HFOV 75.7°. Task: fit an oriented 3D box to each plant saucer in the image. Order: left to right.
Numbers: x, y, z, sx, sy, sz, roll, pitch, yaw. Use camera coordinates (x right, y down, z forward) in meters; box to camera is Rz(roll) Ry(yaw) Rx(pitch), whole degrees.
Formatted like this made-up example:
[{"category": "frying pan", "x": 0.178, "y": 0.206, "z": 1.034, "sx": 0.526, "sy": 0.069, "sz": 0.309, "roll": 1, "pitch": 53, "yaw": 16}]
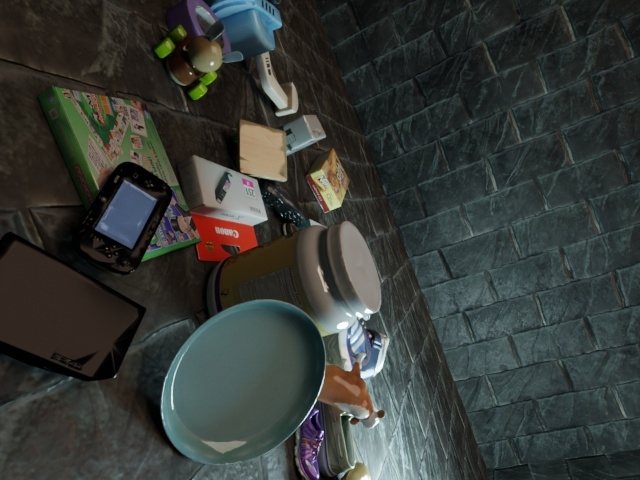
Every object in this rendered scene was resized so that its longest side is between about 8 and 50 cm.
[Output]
[{"category": "plant saucer", "x": -0.134, "y": 0.255, "z": 0.762, "sx": 0.044, "sy": 0.317, "sz": 0.317, "roll": 21, "pitch": -31, "yaw": 55}]

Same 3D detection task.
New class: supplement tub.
[{"category": "supplement tub", "x": -0.057, "y": 0.106, "z": 0.923, "sx": 0.241, "sy": 0.331, "sz": 0.241, "roll": 51, "pitch": 27, "yaw": -40}]

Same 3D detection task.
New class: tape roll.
[{"category": "tape roll", "x": -0.351, "y": -0.601, "z": 1.203, "sx": 0.189, "sy": 0.080, "sz": 0.189, "roll": 50, "pitch": 29, "yaw": -42}]

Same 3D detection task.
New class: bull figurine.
[{"category": "bull figurine", "x": 0.043, "y": 0.378, "z": 1.109, "sx": 0.310, "sy": 0.101, "sz": 0.188, "roll": 27, "pitch": 34, "yaw": -17}]

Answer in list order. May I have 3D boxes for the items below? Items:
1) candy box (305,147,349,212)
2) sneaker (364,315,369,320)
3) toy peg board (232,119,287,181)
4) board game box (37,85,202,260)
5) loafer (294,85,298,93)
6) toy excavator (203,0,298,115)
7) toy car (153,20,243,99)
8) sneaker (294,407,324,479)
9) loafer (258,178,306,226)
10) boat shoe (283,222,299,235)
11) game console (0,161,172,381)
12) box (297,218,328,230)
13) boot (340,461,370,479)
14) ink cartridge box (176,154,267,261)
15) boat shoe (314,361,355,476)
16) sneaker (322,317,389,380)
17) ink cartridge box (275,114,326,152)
[{"category": "candy box", "x": 0.038, "y": -0.275, "z": 1.845, "sx": 0.183, "sy": 0.087, "sz": 0.316, "roll": 61, "pitch": 22, "yaw": -20}, {"category": "sneaker", "x": 0.171, "y": 0.292, "z": 1.736, "sx": 0.044, "sy": 0.040, "sz": 0.109, "roll": -29, "pitch": 95, "yaw": -52}, {"category": "toy peg board", "x": -0.190, "y": -0.260, "z": 1.252, "sx": 0.161, "sy": 0.079, "sz": 0.160, "roll": 5, "pitch": 79, "yaw": -38}, {"category": "board game box", "x": -0.361, "y": -0.119, "z": 0.783, "sx": 0.317, "sy": 0.046, "sz": 0.213, "roll": 69, "pitch": 22, "yaw": -3}, {"category": "loafer", "x": -0.137, "y": -0.605, "z": 1.778, "sx": 0.056, "sy": 0.050, "sz": 0.148, "roll": 49, "pitch": 45, "yaw": -36}, {"category": "toy excavator", "x": -0.230, "y": -0.691, "z": 1.471, "sx": 0.433, "sy": 0.222, "sz": 0.445, "roll": -28, "pitch": 111, "yaw": -69}, {"category": "toy car", "x": -0.296, "y": -0.484, "z": 1.061, "sx": 0.155, "sy": 0.188, "sz": 0.149, "roll": 53, "pitch": 37, "yaw": -38}, {"category": "sneaker", "x": -0.023, "y": 0.498, "z": 1.013, "sx": 0.068, "sy": 0.071, "sz": 0.170, "roll": 38, "pitch": 38, "yaw": -54}, {"category": "loafer", "x": -0.120, "y": -0.126, "z": 1.334, "sx": 0.223, "sy": 0.076, "sz": 0.078, "roll": 43, "pitch": 37, "yaw": -40}, {"category": "boat shoe", "x": -0.048, "y": 0.032, "z": 1.378, "sx": 0.227, "sy": 0.069, "sz": 0.081, "roll": 62, "pitch": 22, "yaw": -20}, {"category": "game console", "x": -0.341, "y": 0.013, "z": 0.626, "sx": 0.213, "sy": 0.044, "sz": 0.361, "roll": 44, "pitch": 41, "yaw": -36}, {"category": "box", "x": 0.000, "y": 0.000, "z": 1.538, "sx": 0.244, "sy": 0.060, "sz": 0.100, "roll": 24, "pitch": 50, "yaw": -62}, {"category": "boot", "x": 0.066, "y": 0.698, "z": 1.016, "sx": 0.269, "sy": 0.089, "sz": 0.236, "roll": 50, "pitch": 49, "yaw": -65}, {"category": "ink cartridge box", "x": -0.227, "y": -0.066, "z": 1.048, "sx": 0.275, "sy": 0.060, "sz": 0.239, "roll": 11, "pitch": 59, "yaw": -66}, {"category": "boat shoe", "x": 0.045, "y": 0.488, "z": 1.155, "sx": 0.109, "sy": 0.094, "sz": 0.302, "roll": 46, "pitch": 31, "yaw": -46}, {"category": "sneaker", "x": 0.116, "y": 0.295, "z": 1.356, "sx": 0.236, "sy": 0.130, "sz": 0.322, "roll": -2, "pitch": 80, "yaw": -41}, {"category": "ink cartridge box", "x": -0.104, "y": -0.340, "z": 1.386, "sx": 0.087, "sy": 0.208, "sz": 0.153, "roll": 66, "pitch": 21, "yaw": -9}]
